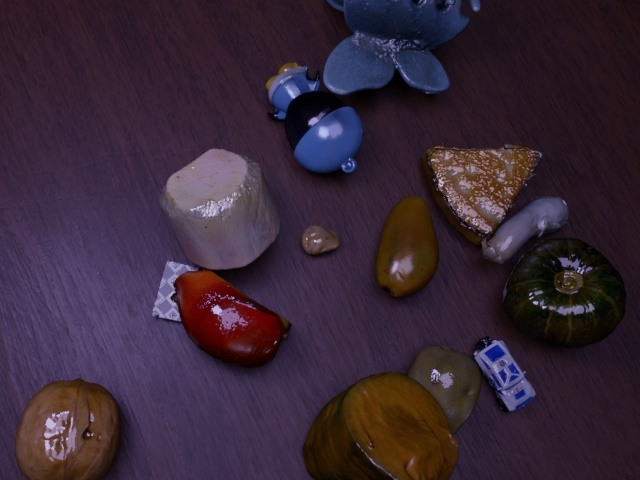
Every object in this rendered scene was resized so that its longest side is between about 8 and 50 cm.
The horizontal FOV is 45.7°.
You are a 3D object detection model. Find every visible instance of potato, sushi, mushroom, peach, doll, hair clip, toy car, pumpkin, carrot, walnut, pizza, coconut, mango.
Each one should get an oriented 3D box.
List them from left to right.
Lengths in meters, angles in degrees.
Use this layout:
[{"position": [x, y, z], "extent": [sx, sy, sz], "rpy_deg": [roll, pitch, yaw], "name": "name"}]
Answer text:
[{"position": [-0.493, 0.380, 1.490], "extent": [0.195, 0.195, 0.221], "rpy_deg": [9, 71, -3], "name": "walnut"}, {"position": [-0.296, 0.119, 1.670], "extent": [0.120, 0.026, 0.126], "rpy_deg": [14, 78, -7], "name": "sushi"}, {"position": [-0.207, -0.053, 1.625], "extent": [0.239, 0.244, 0.239], "rpy_deg": [-8, 48, 8], "name": "coconut"}, {"position": [-0.199, 0.165, 1.587], "extent": [0.267, 0.154, 0.158], "rpy_deg": [35, 77, -5], "name": "peach"}, {"position": [-0.010, -0.275, 1.761], "extent": [0.177, 0.141, 0.314], "rpy_deg": [-40, 68, 16], "name": "doll"}, {"position": [0.000, 0.000, 1.724], "extent": [0.083, 0.062, 0.068], "rpy_deg": [6, 88, -27], "name": "potato"}, {"position": [0.122, 0.387, 1.492], "extent": [0.242, 0.340, 0.241], "rpy_deg": [9, 65, -20], "name": "carrot"}, {"position": [0.184, -0.532, 1.762], "extent": [0.319, 0.238, 0.392], "rpy_deg": [10, 52, -11], "name": "hair clip"}, {"position": [0.202, 0.013, 1.713], "extent": [0.139, 0.113, 0.253], "rpy_deg": [13, 65, 2], "name": "mango"}, {"position": [0.258, 0.323, 1.618], "extent": [0.157, 0.157, 0.193], "rpy_deg": [12, 86, -3], "name": "potato"}, {"position": [0.366, -0.158, 1.799], "extent": [0.251, 0.074, 0.287], "rpy_deg": [39, 73, 5], "name": "pizza"}, {"position": [0.400, 0.290, 1.671], "extent": [0.080, 0.070, 0.170], "rpy_deg": [-29, 79, -13], "name": "toy car"}, {"position": [0.472, -0.031, 1.740], "extent": [0.278, 0.096, 0.099], "rpy_deg": [-29, 70, -33], "name": "mushroom"}, {"position": [0.541, 0.127, 1.685], "extent": [0.260, 0.189, 0.260], "rpy_deg": [-5, 55, 7], "name": "pumpkin"}]
